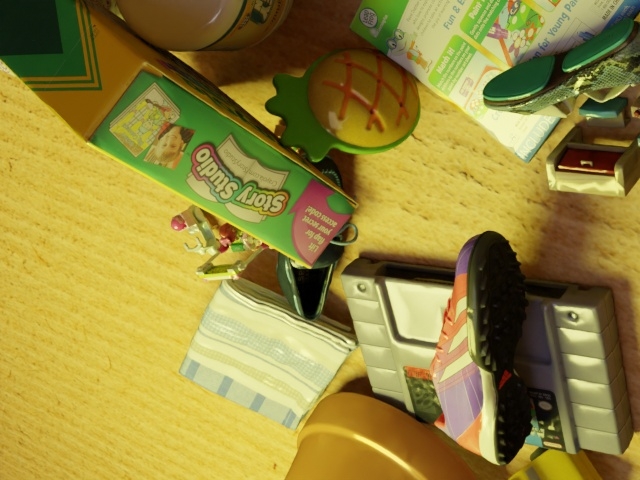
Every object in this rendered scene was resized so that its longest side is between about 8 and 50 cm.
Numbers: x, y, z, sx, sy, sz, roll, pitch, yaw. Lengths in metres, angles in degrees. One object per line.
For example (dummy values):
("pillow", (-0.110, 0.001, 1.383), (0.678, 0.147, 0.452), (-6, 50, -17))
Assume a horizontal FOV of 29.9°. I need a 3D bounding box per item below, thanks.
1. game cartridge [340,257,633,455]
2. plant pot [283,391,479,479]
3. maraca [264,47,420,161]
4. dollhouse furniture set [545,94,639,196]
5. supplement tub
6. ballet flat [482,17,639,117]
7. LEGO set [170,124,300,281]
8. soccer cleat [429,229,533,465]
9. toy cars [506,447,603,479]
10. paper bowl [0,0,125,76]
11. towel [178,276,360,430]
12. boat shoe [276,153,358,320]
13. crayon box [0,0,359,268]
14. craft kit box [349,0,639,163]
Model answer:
("game cartridge", (0.202, 0.145, 1.492), (0.355, 0.068, 0.230), (6, 121, 36))
("plant pot", (0.057, 0.381, 1.646), (0.291, 0.203, 0.291), (29, 148, 20))
("maraca", (0.028, -0.148, 1.306), (0.127, 0.186, 0.099), (64, 151, 14))
("dollhouse furniture set", (0.301, -0.100, 1.161), (0.184, 0.129, 0.129), (8, 126, 35))
("supplement tub", (-0.117, -0.275, 1.285), (0.144, 0.200, 0.144), (3, 100, 18))
("ballet flat", (0.239, -0.149, 1.148), (0.188, 0.070, 0.070), (-17, 110, 48))
("LEGO set", (-0.097, -0.028, 1.558), (0.132, 0.107, 0.287), (49, 139, -4))
("soccer cleat", (0.171, 0.122, 1.382), (0.116, 0.108, 0.318), (17, 133, 34))
("toy cars", (0.339, 0.333, 1.444), (0.394, 0.087, 0.176), (-1, 82, 39))
("paper bowl", (-0.353, -0.352, 1.480), (0.284, 0.148, 0.284), (21, 132, 25))
("towel", (-0.080, 0.166, 1.701), (0.209, 0.034, 0.285), (26, 141, -4))
("boat shoe", (0.000, 0.000, 1.504), (0.258, 0.109, 0.089), (87, 164, -50))
("crayon box", (-0.171, -0.142, 1.305), (0.313, 0.106, 0.363), (40, -174, 40))
("craft kit box", (0.177, -0.239, 1.210), (0.247, 0.061, 0.250), (37, 138, 6))
